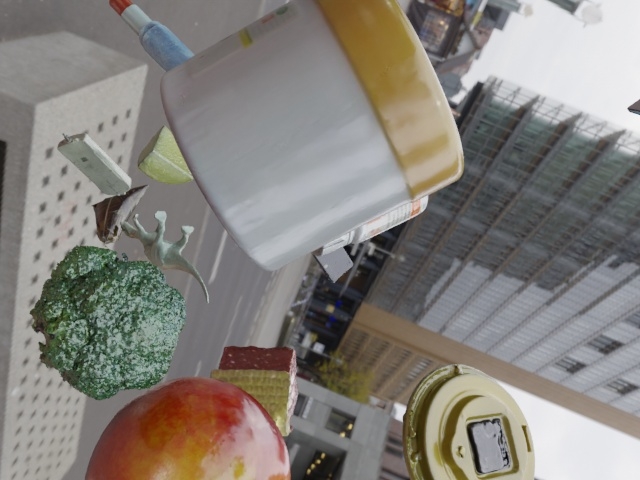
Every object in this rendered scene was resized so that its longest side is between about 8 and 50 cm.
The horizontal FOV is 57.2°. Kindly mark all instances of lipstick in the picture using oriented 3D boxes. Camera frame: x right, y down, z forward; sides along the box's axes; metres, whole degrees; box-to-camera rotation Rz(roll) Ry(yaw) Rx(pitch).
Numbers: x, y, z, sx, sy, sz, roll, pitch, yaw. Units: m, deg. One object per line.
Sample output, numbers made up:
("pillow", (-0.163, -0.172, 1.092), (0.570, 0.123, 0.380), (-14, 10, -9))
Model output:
("lipstick", (-0.317, -0.386, 1.108), (0.061, 0.274, 0.068), (-42, 159, -6))

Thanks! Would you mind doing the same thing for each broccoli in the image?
("broccoli", (-0.365, 0.131, 0.989), (0.270, 0.270, 0.270), (4, 85, -55))

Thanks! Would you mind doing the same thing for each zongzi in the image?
("zongzi", (-0.591, -0.080, 1.772), (0.187, 0.184, 0.084), (61, -3, 45))

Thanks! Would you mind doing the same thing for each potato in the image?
("potato", (-0.378, -0.196, 1.458), (0.081, 0.120, 0.149), (-40, -152, 22))

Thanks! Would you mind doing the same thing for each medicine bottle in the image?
("medicine bottle", (0.078, -0.071, 1.167), (0.252, 0.144, 0.144), (-26, 162, -18))
("medicine bottle", (-0.007, -0.120, 0.609), (0.232, 0.238, 0.238), (-26, -178, 6))

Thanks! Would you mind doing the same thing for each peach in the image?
("peach", (-0.247, 0.430, 1.090), (0.388, 0.388, 0.388), (22, 90, -88))

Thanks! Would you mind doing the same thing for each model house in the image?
("model house", (-0.157, 0.364, 1.366), (0.254, 0.196, 0.160), (-83, 174, -77))

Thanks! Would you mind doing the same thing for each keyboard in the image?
("keyboard", (0.000, 0.000, 1.309), (0.072, 0.231, 0.023), (-42, -143, -11))

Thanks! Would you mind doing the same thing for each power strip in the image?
("power strip", (-0.543, -0.185, 1.414), (0.227, 0.080, 0.029), (57, 25, -51))

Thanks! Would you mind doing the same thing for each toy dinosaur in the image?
("toy dinosaur", (-0.416, 0.026, 1.637), (0.092, 0.393, 0.205), (-31, 159, -50))

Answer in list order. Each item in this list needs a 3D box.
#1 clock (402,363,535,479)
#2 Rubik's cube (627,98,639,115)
("clock", (0.223, 0.285, 0.820), (0.057, 0.237, 0.237), (-38, -157, 53))
("Rubik's cube", (0.937, -0.328, 1.416), (0.229, 0.228, 0.233), (79, -5, -63))
